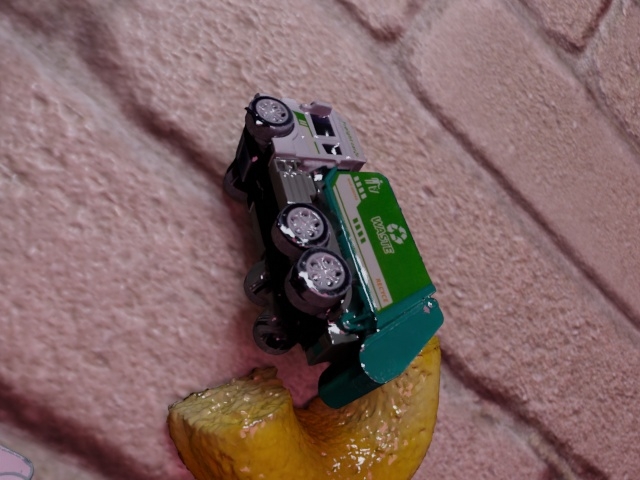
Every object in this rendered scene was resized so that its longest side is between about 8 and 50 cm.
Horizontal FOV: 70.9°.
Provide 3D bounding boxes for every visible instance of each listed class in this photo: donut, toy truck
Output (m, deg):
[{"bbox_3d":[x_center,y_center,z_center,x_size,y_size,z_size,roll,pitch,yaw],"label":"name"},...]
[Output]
[{"bbox_3d":[0.014,0.178,0.409,0.259,0.101,0.152,-15,96,-31],"label":"donut"},{"bbox_3d":[0.000,0.000,0.369,0.124,0.114,0.253,-1,60,-27],"label":"toy truck"}]

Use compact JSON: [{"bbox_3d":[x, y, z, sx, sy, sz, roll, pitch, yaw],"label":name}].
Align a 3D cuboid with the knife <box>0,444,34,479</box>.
[{"bbox_3d":[-0.360,0.144,0.258,0.331,0.044,0.080,1,80,-32],"label":"knife"}]
